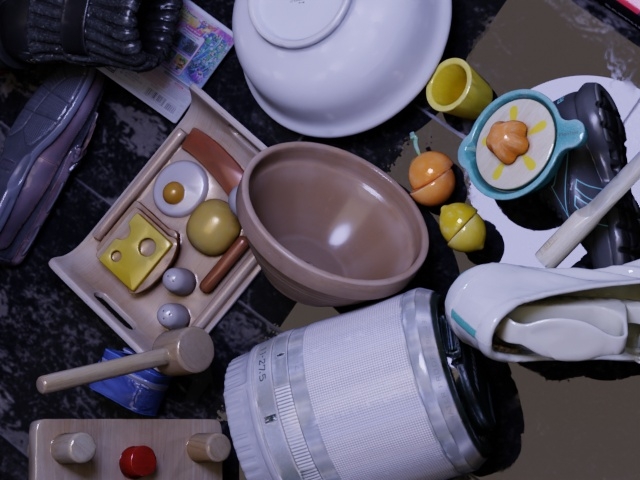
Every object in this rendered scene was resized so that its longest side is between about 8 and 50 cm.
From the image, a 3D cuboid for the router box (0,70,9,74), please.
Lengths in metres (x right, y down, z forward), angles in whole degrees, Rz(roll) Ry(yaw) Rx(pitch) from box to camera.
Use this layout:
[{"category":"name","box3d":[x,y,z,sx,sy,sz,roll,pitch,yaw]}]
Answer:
[{"category":"router box","box3d":[-0.417,-0.419,2.044,0.301,0.082,0.335,-21,77,13]}]

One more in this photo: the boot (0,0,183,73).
[{"category":"boot","box3d":[-0.300,-0.377,1.872,0.260,0.131,0.348,-1,92,31]}]

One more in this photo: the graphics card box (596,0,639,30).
[{"category":"graphics card box","box3d":[0.490,-0.311,1.753,0.371,0.094,0.233,40,94,17]}]

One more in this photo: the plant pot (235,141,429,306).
[{"category":"plant pot","box3d":[0.000,0.000,1.782,0.237,0.237,0.110,44,131,18]}]

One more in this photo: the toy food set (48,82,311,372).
[{"category":"toy food set","box3d":[-0.181,-0.017,1.909,0.219,0.092,0.306,41,94,17]}]

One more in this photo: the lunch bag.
[{"category":"lunch bag","box3d":[-0.242,0.175,1.913,0.098,0.067,0.065,25,89,20]}]

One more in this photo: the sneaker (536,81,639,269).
[{"category":"sneaker","box3d":[0.318,-0.050,1.777,0.106,0.101,0.267,-17,71,28]}]

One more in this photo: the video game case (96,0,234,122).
[{"category":"video game case","box3d":[-0.211,-0.254,1.949,0.157,0.019,0.143,35,97,-13]}]

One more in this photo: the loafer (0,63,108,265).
[{"category":"loafer","box3d":[-0.369,-0.104,1.994,0.109,0.095,0.302,31,87,48]}]

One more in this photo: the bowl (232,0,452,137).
[{"category":"bowl","box3d":[0.003,-0.285,1.847,0.297,0.134,0.298,-6,76,25]}]

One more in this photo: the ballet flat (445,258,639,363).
[{"category":"ballet flat","box3d":[0.338,0.090,1.647,0.400,0.139,0.139,-1,81,-11]}]

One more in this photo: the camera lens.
[{"category":"camera lens","box3d":[0.052,0.191,1.743,0.274,0.219,0.219,-19,77,13]}]

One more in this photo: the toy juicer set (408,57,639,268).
[{"category":"toy juicer set","box3d":[0.213,-0.076,1.741,0.329,0.089,0.209,31,96,45]}]

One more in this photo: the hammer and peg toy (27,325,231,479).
[{"category":"hammer and peg toy","box3d":[-0.237,0.287,1.798,0.127,0.266,0.361,-13,76,54]}]
